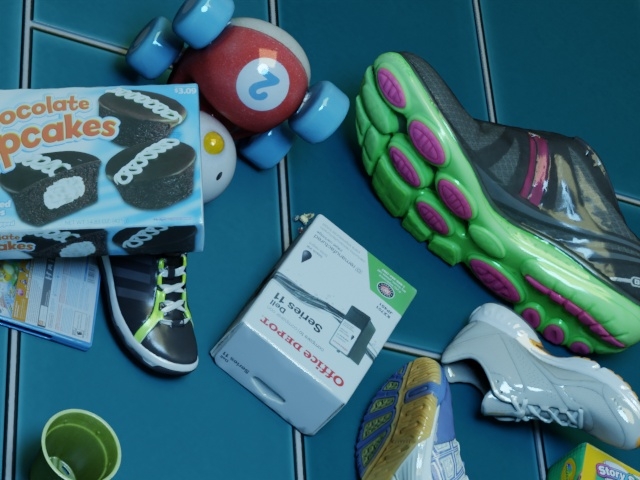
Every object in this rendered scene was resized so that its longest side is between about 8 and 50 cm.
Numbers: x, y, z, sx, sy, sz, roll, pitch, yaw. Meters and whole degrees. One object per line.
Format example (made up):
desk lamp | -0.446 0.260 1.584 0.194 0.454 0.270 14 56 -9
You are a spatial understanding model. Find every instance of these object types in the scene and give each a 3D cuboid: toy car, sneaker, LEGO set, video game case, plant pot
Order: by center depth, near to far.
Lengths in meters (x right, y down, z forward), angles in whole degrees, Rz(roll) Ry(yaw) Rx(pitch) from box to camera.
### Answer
plant pot | -0.252 0.221 1.776 0.083 0.079 0.083 18 50 -23
video game case | -0.316 0.043 1.908 0.166 0.015 0.119 20 50 -22
sneaker | -0.182 0.031 1.935 0.084 0.097 0.234 -7 67 -49
sneaker | 0.116 0.275 1.987 0.131 0.112 0.296 33 48 -31
toy car | -0.128 -0.122 2.042 0.219 0.210 0.238 38 57 -21
sneaker | 0.255 0.185 2.112 0.262 0.099 0.121 31 53 27
LEGO set | -0.002 0.000 2.144 0.083 0.023 0.054 51 46 8
sneaker | 0.234 -0.062 2.232 0.483 0.185 0.202 44 57 -14

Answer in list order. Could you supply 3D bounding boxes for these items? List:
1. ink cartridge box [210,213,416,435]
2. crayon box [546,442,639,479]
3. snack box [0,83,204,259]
ink cartridge box | -0.006 0.094 2.029 0.153 0.087 0.208 38 46 -4
crayon box | 0.386 0.376 2.093 0.278 0.081 0.165 30 46 -12
snack box | -0.286 -0.073 1.889 0.322 0.060 0.187 -2 56 -4
